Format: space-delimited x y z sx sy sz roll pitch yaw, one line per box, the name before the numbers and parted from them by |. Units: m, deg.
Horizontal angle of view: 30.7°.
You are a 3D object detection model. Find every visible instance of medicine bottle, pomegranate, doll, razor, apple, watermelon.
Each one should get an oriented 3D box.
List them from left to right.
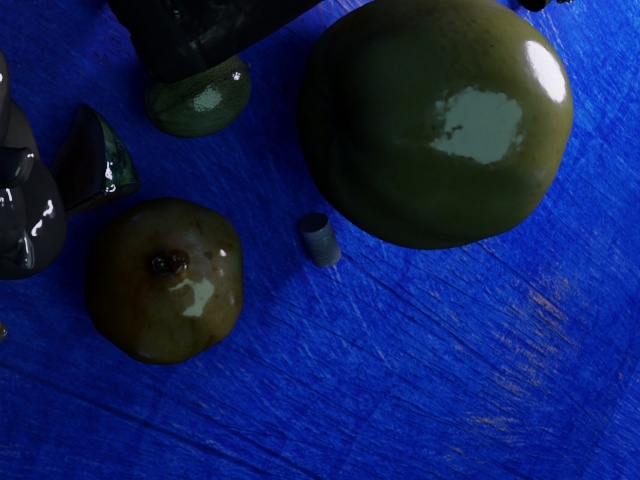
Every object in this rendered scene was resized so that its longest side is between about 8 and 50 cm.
doll | -0.477 -0.127 1.476 0.252 0.378 0.382 -9 83 -7
watermelon | -0.329 -0.071 1.703 0.136 0.207 0.202 26 106 -24
pomegranate | -0.232 0.060 1.777 0.264 0.264 0.264 -23 123 -39
razor | -0.132 -0.372 1.660 0.349 0.113 0.204 -26 100 5
medicine bottle | 0.000 0.000 2.158 0.058 0.058 0.091 -43 134 -26
apple | 0.181 -0.208 1.977 0.473 0.473 0.474 -23 123 -39

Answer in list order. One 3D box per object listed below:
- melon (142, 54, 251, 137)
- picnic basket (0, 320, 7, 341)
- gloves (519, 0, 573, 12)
melon | -0.182 -0.231 1.790 0.192 0.139 0.139 -33 130 -30
picnic basket | -0.563 0.138 1.531 0.267 0.165 0.139 -50 136 -20
gloves | 0.523 -0.565 2.427 0.268 0.107 0.135 -29 121 -14
